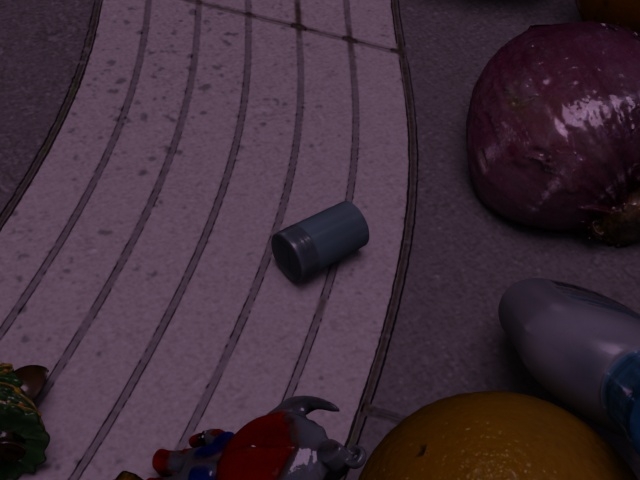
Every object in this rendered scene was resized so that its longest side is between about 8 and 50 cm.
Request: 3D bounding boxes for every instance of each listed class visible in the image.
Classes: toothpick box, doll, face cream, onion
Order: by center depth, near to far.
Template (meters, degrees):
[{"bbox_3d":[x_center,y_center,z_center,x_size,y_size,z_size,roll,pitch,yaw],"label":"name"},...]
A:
[{"bbox_3d":[0.225,0.095,0.737,0.163,0.080,0.337,23,6,2],"label":"face cream"},{"bbox_3d":[-0.051,0.174,0.746,0.194,0.062,0.104,-14,23,29],"label":"doll"},{"bbox_3d":[-0.264,0.129,0.802,0.078,0.077,0.113,-16,51,-7],"label":"doll"},{"bbox_3d":[0.000,0.000,0.955,0.083,0.052,0.052,-26,56,-27],"label":"toothpick box"},{"bbox_3d":[0.280,-0.169,1.059,0.267,0.159,0.349,-5,50,-13],"label":"onion"}]

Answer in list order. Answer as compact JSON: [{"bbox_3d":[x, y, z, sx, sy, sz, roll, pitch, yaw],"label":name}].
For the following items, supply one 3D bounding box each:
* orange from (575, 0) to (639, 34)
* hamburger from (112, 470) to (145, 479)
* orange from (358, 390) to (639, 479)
[{"bbox_3d":[0.421,-0.306,1.180,0.240,0.171,0.240,0,42,0],"label":"orange"},{"bbox_3d":[-0.078,0.280,0.643,0.283,0.144,0.157,29,76,31],"label":"hamburger"},{"bbox_3d":[0.123,0.217,0.664,0.236,0.236,0.236,2,49,-3],"label":"orange"}]
